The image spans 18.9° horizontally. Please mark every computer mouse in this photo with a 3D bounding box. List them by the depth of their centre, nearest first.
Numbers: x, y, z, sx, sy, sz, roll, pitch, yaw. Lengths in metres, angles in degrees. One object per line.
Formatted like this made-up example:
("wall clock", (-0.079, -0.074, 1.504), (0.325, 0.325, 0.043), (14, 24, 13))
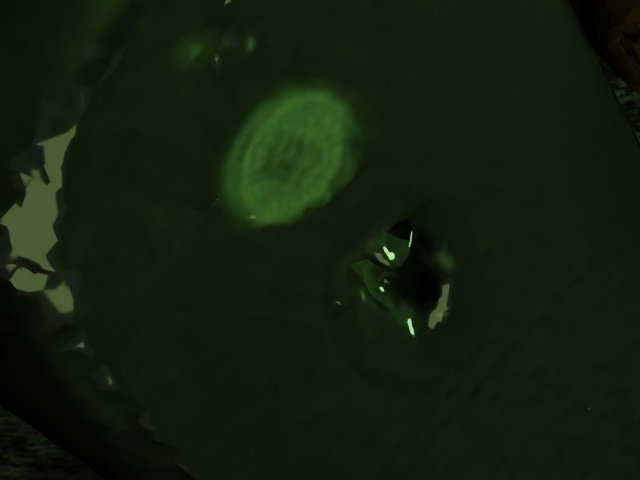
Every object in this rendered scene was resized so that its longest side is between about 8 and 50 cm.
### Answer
("computer mouse", (-0.003, -0.003, 0.508), (0.183, 0.116, 0.323), (-42, 138, -5))

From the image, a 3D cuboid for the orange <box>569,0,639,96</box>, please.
("orange", (0.179, -0.133, 0.519), (0.274, 0.274, 0.274), (-12, 149, -8))
